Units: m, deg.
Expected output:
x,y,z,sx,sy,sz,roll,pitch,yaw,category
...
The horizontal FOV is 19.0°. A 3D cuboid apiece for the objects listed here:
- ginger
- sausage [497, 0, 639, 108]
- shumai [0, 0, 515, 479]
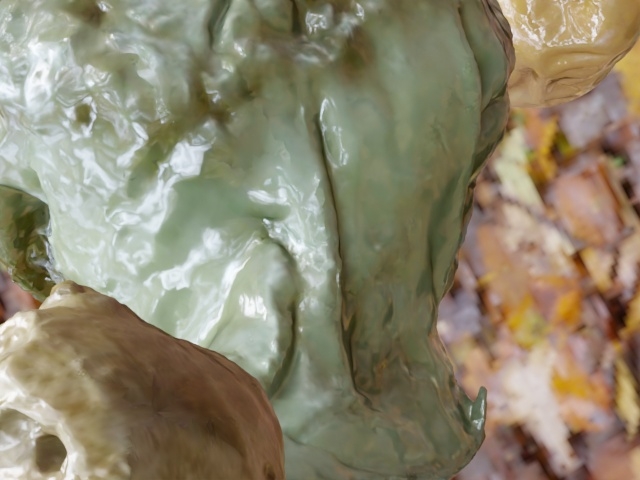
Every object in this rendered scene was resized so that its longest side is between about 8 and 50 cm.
x,y,z,sx,sy,sz,roll,pitch,yaw,category
-0.060,0.068,0.427,0.067,0.165,0.096,-12,108,34,ginger
0.170,-0.168,1.424,0.241,0.136,0.120,126,123,-78,sausage
0.000,0.000,0.985,0.288,0.330,0.292,49,150,39,shumai
